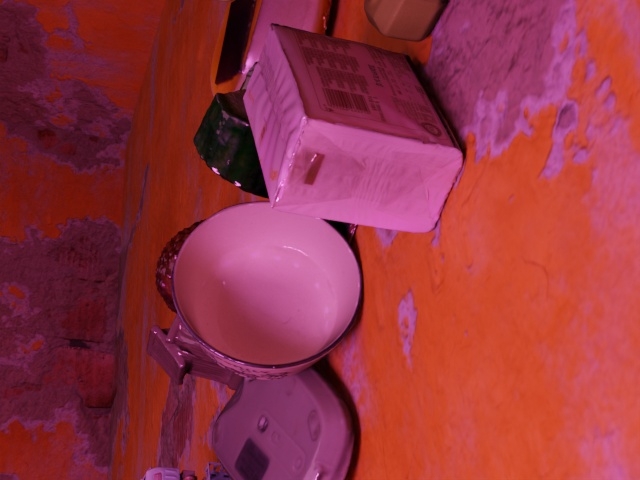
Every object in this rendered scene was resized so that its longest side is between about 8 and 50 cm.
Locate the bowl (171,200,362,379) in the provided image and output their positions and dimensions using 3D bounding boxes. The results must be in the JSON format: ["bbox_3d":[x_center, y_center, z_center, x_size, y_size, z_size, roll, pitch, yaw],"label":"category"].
[{"bbox_3d":[-0.069,0.077,1.197,0.126,0.238,0.237,99,170,-60],"label":"bowl"}]

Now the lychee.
[{"bbox_3d":[-0.197,0.051,1.645,0.188,0.188,0.188,-172,90,-71],"label":"lychee"}]

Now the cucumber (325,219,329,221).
[{"bbox_3d":[0.013,-0.088,1.215,0.056,0.056,0.284,-106,34,-51],"label":"cucumber"}]

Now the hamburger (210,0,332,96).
[{"bbox_3d":[-0.064,-0.322,1.445,0.227,0.151,0.295,34,106,66],"label":"hamburger"}]

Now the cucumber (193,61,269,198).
[{"bbox_3d":[-0.069,-0.144,1.292,0.191,0.191,0.130,-105,31,-50],"label":"cucumber"}]

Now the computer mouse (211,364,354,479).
[{"bbox_3d":[-0.045,0.253,1.222,0.197,0.095,0.331,-65,28,5],"label":"computer mouse"}]

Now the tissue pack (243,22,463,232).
[{"bbox_3d":[0.029,-0.124,1.019,0.225,0.185,0.124,-108,35,-52],"label":"tissue pack"}]

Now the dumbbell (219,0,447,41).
[{"bbox_3d":[-0.009,-0.300,1.019,0.121,0.302,0.108,-119,41,-58],"label":"dumbbell"}]

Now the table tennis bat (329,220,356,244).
[{"bbox_3d":[0.000,0.000,1.307,0.173,0.022,0.301,-109,34,-53],"label":"table tennis bat"}]

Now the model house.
[{"bbox_3d":[-0.178,0.162,1.493,0.229,0.188,0.122,128,149,-59],"label":"model house"}]

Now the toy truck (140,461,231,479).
[{"bbox_3d":[-0.199,0.402,1.481,0.080,0.178,0.115,-102,28,-44],"label":"toy truck"}]
